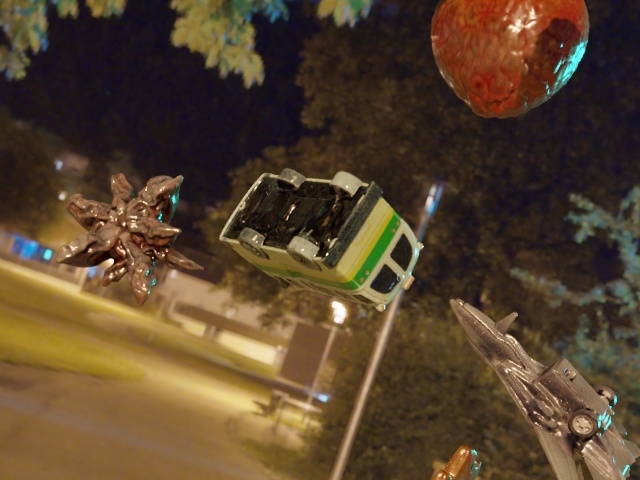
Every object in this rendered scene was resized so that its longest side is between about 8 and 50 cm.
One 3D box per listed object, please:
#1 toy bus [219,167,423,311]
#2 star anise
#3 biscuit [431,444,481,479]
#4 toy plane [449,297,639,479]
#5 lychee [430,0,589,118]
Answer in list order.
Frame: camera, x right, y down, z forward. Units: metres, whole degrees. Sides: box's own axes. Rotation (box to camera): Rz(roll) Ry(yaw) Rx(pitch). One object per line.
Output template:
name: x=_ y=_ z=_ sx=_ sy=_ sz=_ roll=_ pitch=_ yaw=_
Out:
toy bus: x=0.000 y=0.000 z=1.454 sx=0.164 sy=0.134 sz=0.276 roll=43 pitch=-17 yaw=-30
star anise: x=-0.296 y=-0.020 z=1.656 sx=0.212 sy=0.283 sz=0.129 roll=-17 pitch=-49 yaw=3
biscuit: x=0.128 y=0.279 z=1.136 sx=0.019 sy=0.130 sz=0.119 roll=36 pitch=-36 yaw=30
toy plane: x=0.245 y=0.156 z=1.157 sx=0.267 sy=0.088 sz=0.212 roll=54 pitch=32 yaw=5
lychee: x=0.300 y=-0.323 z=1.676 sx=0.255 sy=0.300 sz=0.255 roll=21 pitch=-35 yaw=16
